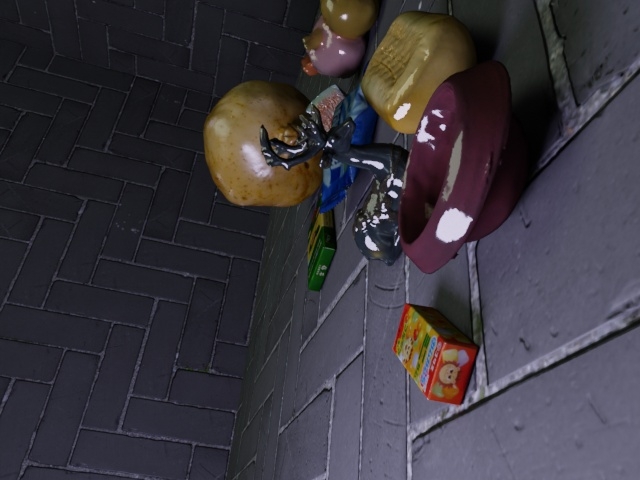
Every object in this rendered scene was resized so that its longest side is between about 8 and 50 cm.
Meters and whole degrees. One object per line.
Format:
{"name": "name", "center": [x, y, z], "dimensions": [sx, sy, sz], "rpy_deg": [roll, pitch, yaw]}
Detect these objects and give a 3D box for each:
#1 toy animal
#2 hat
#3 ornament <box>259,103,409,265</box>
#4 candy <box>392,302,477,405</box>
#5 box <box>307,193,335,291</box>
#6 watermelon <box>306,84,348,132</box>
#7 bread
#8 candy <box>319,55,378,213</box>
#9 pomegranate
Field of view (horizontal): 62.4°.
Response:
{"name": "toy animal", "center": [0.054, -0.534, 1.314], "dimensions": [0.169, 0.195, 0.281], "rpy_deg": [47, 142, 27]}
{"name": "hat", "center": [0.139, -0.063, 0.497], "dimensions": [0.205, 0.089, 0.206], "rpy_deg": [-168, 90, -84]}
{"name": "ornament", "center": [0.021, -0.079, 0.732], "dimensions": [0.080, 0.236, 0.202], "rpy_deg": [-84, 12, -59]}
{"name": "candy", "center": [0.115, 0.113, 0.549], "dimensions": [0.122, 0.038, 0.062], "rpy_deg": [-125, 49, -76]}
{"name": "box", "center": [0.000, 0.000, 1.291], "dimensions": [0.235, 0.034, 0.132], "rpy_deg": [-93, 18, -55]}
{"name": "watermelon", "center": [0.038, -0.297, 1.256], "dimensions": [0.098, 0.121, 0.158], "rpy_deg": [-43, 33, 32]}
{"name": "bread", "center": [0.128, -0.214, 0.680], "dimensions": [0.147, 0.098, 0.217], "rpy_deg": [-54, 20, 22]}
{"name": "candy", "center": [0.064, -0.218, 1.105], "dimensions": [0.187, 0.077, 0.331], "rpy_deg": [144, 139, -70]}
{"name": "pomegranate", "center": [-0.141, -0.272, 1.504], "dimensions": [0.410, 0.410, 0.410], "rpy_deg": [-167, 90, -79]}
